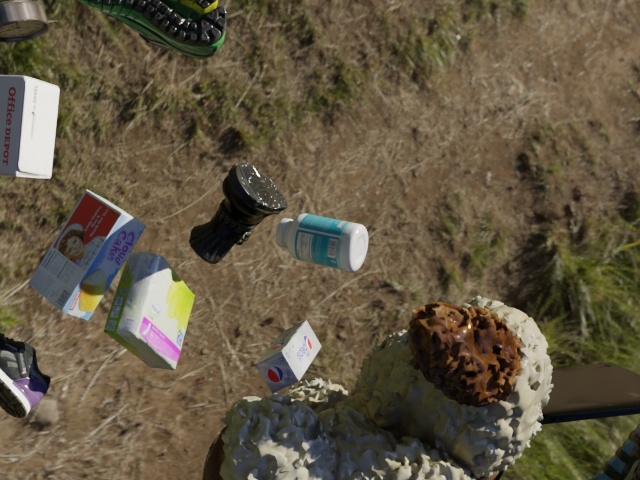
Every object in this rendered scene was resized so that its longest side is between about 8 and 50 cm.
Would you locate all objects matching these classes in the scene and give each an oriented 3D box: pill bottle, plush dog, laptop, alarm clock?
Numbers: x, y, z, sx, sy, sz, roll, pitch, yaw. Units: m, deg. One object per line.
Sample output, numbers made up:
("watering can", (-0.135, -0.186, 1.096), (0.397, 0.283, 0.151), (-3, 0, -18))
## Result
("pill bottle", (0.000, 0.000, 2.202), (0.146, 0.264, 0.146), (-41, 138, -53))
("plush dog", (0.071, 0.138, 0.503), (0.210, 0.262, 0.225), (39, 91, 13))
("laptop", (0.367, 0.366, 1.234), (0.407, 0.382, 0.237), (-7, 89, 2))
("alarm clock", (-0.685, -0.491, 1.614), (0.192, 0.129, 0.064), (-32, 105, -73))

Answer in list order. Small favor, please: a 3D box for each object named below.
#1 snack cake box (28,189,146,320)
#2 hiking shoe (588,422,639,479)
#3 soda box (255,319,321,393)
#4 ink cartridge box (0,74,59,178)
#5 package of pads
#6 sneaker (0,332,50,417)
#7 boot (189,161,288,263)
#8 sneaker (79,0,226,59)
("snack cake box", (-0.550, 0.033, 1.720), (0.264, 0.152, 0.089), (-59, 146, -3))
("hiking shoe", (0.365, 0.268, 0.799), (0.113, 0.304, 0.132), (39, 50, 13))
("soda box", (-0.085, 0.323, 2.063), (0.098, 0.091, 0.286), (61, 16, -4))
("ink cartridge box", (-0.514, -0.176, 1.120), (0.086, 0.203, 0.148), (-1, 98, -74))
("package of pads", (-0.428, 0.181, 1.881), (0.101, 0.296, 0.229), (5, 65, 12))
("sneaker", (-0.740, 0.267, 1.703), (0.124, 0.107, 0.283), (-52, 125, -50))
("boot", (-0.232, -0.056, 1.836), (0.260, 0.348, 0.131), (-33, 79, 7))
("sneaker", (-0.335, -0.427, 1.336), (0.343, 0.146, 0.134), (30, 75, 0))
